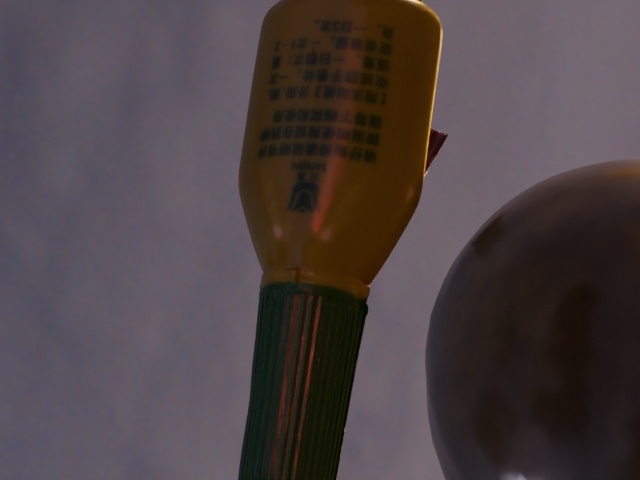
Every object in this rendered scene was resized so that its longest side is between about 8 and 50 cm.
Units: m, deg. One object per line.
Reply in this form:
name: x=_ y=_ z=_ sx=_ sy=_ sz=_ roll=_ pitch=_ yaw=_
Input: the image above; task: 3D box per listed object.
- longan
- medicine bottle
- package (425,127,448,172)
longan: x=0.210 y=0.097 z=1.042 sx=0.319 sy=0.319 sz=0.319 roll=-42 pitch=-41 yaw=-52
medicine bottle: x=0.000 y=0.000 z=0.847 sx=0.064 sy=0.095 sz=0.260 roll=50 pitch=-134 yaw=-67
package: x=0.040 y=-0.071 z=1.201 sx=0.059 sy=0.083 sz=0.029 roll=-62 pitch=3 yaw=-25
